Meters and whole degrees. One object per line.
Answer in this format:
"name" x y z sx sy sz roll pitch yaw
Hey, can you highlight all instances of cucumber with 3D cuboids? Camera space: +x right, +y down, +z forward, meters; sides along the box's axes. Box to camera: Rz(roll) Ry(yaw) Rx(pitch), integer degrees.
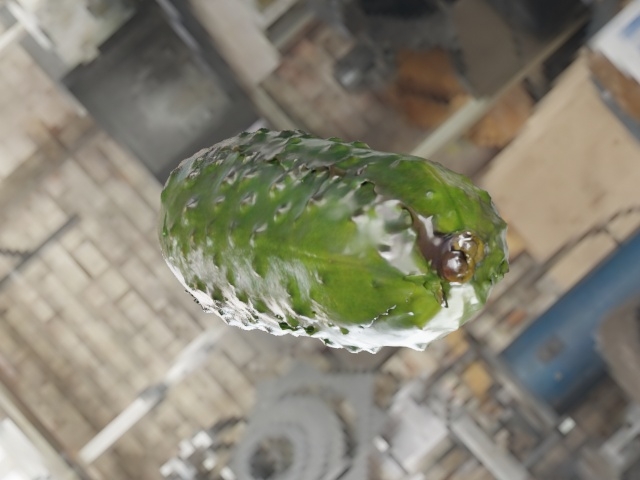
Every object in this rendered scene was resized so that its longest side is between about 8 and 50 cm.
"cucumber" 0.000 0.000 0.591 0.069 0.069 0.227 49 167 -17
